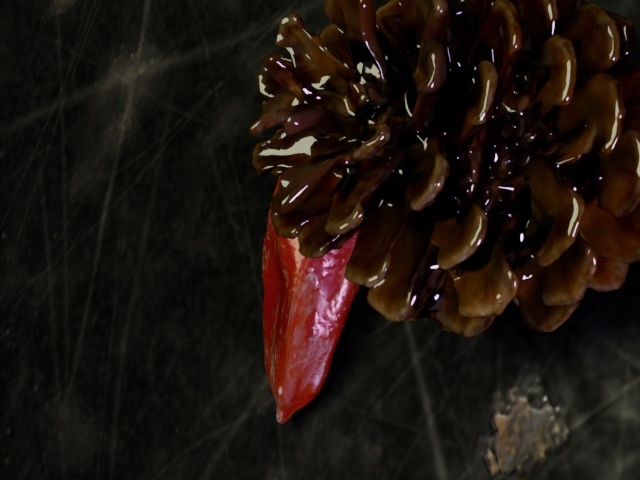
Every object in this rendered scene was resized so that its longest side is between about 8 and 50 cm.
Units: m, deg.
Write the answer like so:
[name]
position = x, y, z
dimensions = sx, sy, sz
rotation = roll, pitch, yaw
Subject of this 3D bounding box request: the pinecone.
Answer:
[pinecone]
position = 0.047, -0.041, 0.675
dimensions = 0.163, 0.165, 0.163
rotation = -23, 62, 53

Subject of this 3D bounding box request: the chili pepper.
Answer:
[chili pepper]
position = 0.001, 0.000, 0.803
dimensions = 0.059, 0.050, 0.191
rotation = 20, 103, 47
